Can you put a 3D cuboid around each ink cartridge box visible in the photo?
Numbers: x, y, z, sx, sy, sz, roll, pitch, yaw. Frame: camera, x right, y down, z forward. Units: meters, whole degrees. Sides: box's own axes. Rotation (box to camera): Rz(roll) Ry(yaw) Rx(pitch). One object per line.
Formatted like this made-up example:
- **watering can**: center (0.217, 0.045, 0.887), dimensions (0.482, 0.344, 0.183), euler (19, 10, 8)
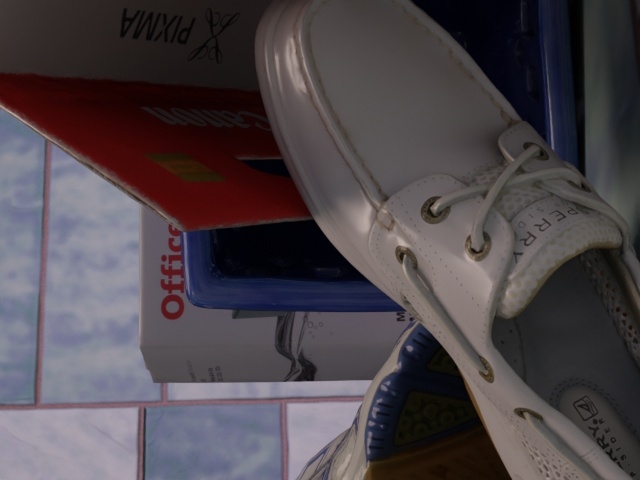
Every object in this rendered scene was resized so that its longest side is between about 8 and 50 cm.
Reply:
- **ink cartridge box**: center (-0.073, -0.096, 0.730), dimensions (0.296, 0.261, 0.066), euler (-7, -58, -62)
- **ink cartridge box**: center (0.000, 0.000, 1.250), dimensions (0.121, 0.289, 0.211), euler (91, 177, -72)

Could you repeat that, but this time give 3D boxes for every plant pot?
- **plant pot**: center (0.038, -0.079, 1.000), dimensions (0.212, 0.235, 0.236), euler (-21, -71, -85)

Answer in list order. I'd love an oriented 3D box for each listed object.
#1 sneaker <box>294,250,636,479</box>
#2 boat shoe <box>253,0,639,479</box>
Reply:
- **sneaker**: center (0.040, 0.109, 0.784), dimensions (0.296, 0.112, 0.131), euler (-55, 17, -1)
- **boat shoe**: center (0.079, 0.004, 0.615), dimensions (0.277, 0.098, 0.096), euler (54, 161, -2)
